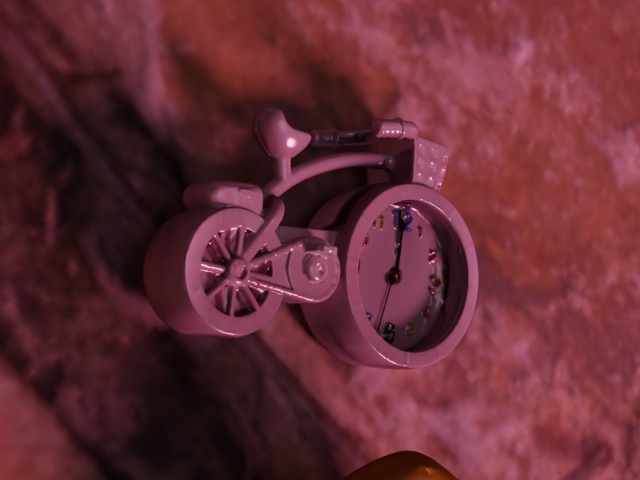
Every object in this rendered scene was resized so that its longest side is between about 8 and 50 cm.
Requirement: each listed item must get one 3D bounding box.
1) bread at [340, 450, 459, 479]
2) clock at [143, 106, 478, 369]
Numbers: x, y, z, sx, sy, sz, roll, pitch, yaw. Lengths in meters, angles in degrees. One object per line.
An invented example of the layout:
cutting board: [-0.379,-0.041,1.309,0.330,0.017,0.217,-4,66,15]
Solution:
bread: [0.007,0.123,0.442,0.115,0.056,0.082,-46,109,-23]
clock: [0.000,0.000,0.463,0.129,0.041,0.087,4,85,-40]
